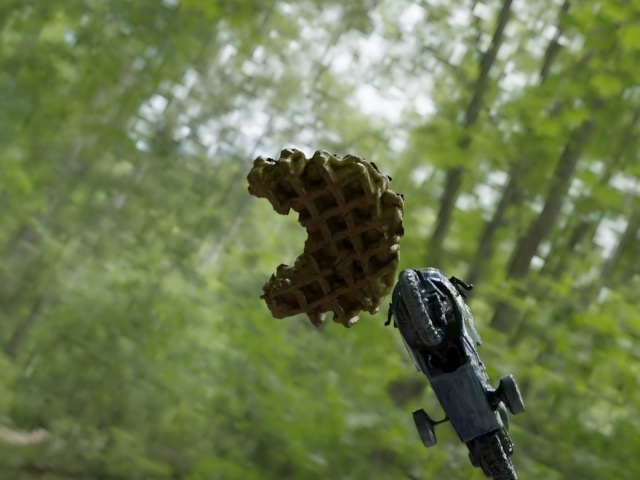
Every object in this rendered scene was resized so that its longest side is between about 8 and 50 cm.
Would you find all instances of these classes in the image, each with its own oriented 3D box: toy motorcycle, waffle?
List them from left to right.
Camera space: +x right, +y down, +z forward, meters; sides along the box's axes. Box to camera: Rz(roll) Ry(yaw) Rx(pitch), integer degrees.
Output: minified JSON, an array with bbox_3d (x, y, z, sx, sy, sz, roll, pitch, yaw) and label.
[{"bbox_3d":[0.000,-0.003,1.451,0.149,0.051,0.194,9,-52,0],"label":"waffle"},{"bbox_3d":[0.115,0.109,1.367,0.135,0.092,0.254,-102,166,-59],"label":"toy motorcycle"}]
